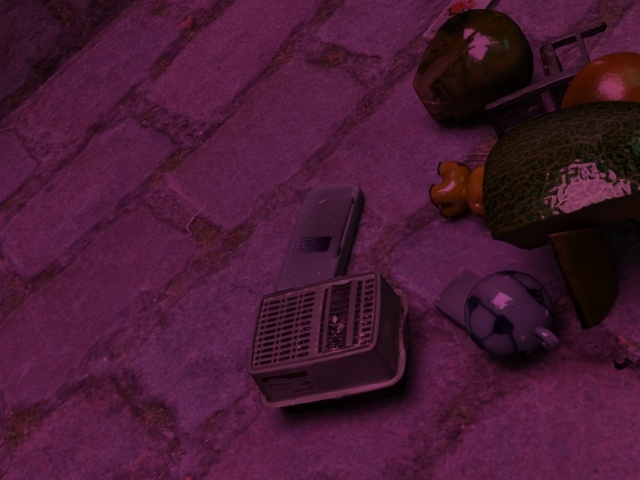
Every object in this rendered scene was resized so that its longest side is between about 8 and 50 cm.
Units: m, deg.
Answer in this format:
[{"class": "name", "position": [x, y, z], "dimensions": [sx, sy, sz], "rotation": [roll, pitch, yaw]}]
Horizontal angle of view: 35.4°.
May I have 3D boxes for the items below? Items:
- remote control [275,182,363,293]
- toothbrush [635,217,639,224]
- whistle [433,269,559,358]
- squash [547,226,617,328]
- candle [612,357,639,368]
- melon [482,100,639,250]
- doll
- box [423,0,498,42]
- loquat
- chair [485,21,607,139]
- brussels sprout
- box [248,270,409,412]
[{"class": "remote control", "position": [0.000, 0.000, 2.091], "dimensions": [0.140, 0.056, 0.296], "rotation": [-5, 48, 27]}, {"class": "toothbrush", "position": [0.576, -0.008, 1.761], "dimensions": [0.022, 0.017, 0.204], "rotation": [-37, 37, 27]}, {"class": "whistle", "position": [0.299, 0.112, 1.722], "dimensions": [0.163, 0.163, 0.290], "rotation": [-44, 43, -11]}, {"class": "squash", "position": [0.428, 0.005, 1.665], "dimensions": [0.093, 0.252, 0.169], "rotation": [-20, 44, 13]}, {"class": "candle", "position": [0.547, 0.198, 1.584], "dimensions": [0.167, 0.021, 0.026], "rotation": [2, 43, 35]}, {"class": "melon", "position": [0.466, -0.115, 1.663], "dimensions": [0.343, 0.226, 0.331], "rotation": [-24, 17, 30]}, {"class": "doll", "position": [0.324, -0.101, 1.932], "dimensions": [0.221, 0.143, 0.135], "rotation": [-6, 46, 43]}, {"class": "box", "position": [0.342, -0.542, 2.396], "dimensions": [0.109, 0.029, 0.198], "rotation": [22, 67, 43]}, {"class": "loquat", "position": [0.565, -0.252, 1.842], "dimensions": [0.246, 0.213, 0.213], "rotation": [-47, 41, 6]}, {"class": "chair", "position": [0.470, -0.309, 2.018], "dimensions": [0.270, 0.136, 0.147], "rotation": [-19, 43, 18]}, {"class": "brussels sprout", "position": [0.316, -0.364, 2.121], "dimensions": [0.271, 0.210, 0.219], "rotation": [-33, 57, 27]}, {"class": "box", "position": [0.021, 0.189, 1.818], "dimensions": [0.290, 0.166, 0.220], "rotation": [-13, 46, 22]}]
